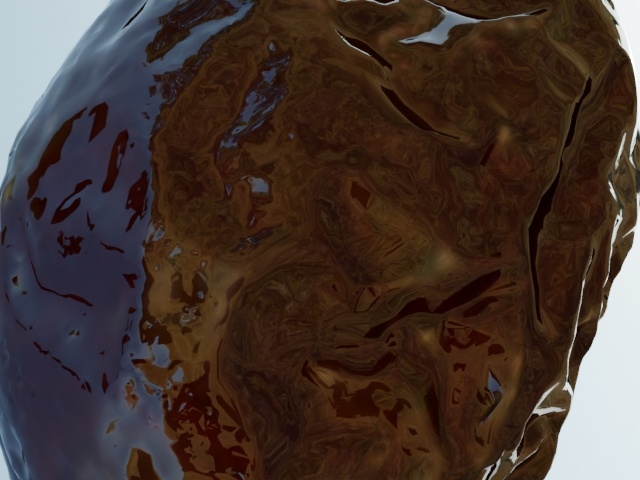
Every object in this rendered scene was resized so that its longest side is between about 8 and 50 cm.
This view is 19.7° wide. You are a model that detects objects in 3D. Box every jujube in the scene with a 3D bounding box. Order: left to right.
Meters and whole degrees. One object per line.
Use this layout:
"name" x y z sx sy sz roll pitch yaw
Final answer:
"jujube" -0.002 0.000 0.834 0.276 0.276 0.377 57 -139 -31
